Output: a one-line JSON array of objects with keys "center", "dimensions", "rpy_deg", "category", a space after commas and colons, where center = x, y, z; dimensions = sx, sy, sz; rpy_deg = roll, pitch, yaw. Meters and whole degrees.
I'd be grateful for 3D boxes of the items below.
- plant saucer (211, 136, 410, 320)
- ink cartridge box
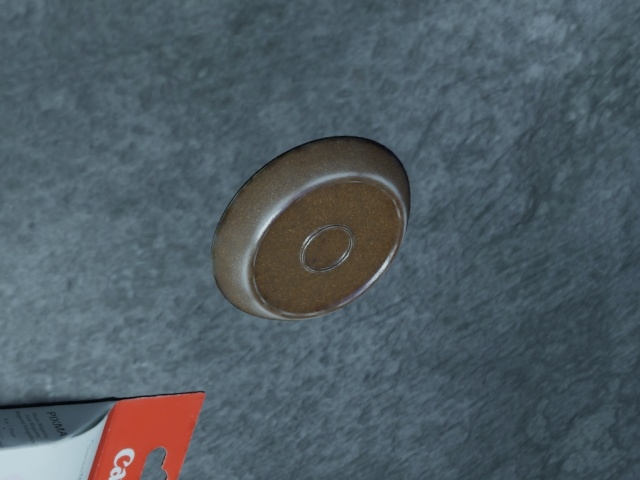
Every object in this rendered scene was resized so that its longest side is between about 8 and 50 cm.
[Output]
[{"center": [0.000, 0.000, 1.175], "dimensions": [0.168, 0.029, 0.168], "rpy_deg": [-19, 135, -20], "category": "plant saucer"}, {"center": [-0.205, 0.209, 1.201], "dimensions": [0.232, 0.066, 0.189], "rpy_deg": [2, 124, -29], "category": "ink cartridge box"}]
